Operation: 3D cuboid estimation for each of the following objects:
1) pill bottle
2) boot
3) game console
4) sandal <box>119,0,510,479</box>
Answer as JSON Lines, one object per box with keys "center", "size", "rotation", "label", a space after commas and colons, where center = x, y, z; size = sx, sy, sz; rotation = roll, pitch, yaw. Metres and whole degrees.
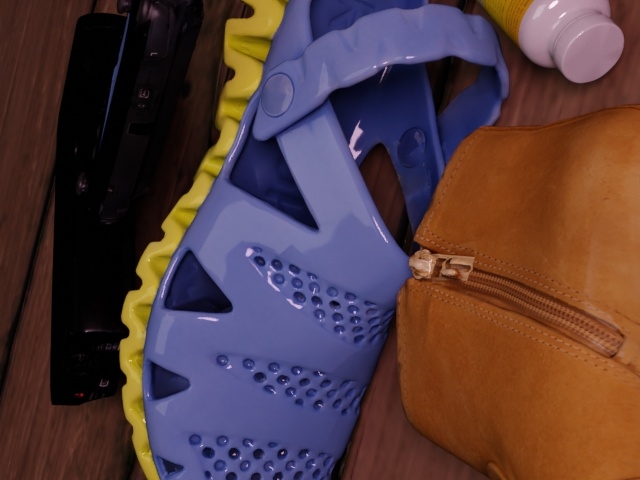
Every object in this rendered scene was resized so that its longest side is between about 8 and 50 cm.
{"center": [0.099, -0.104, 0.670], "size": [0.043, 0.043, 0.083], "rotation": [-58, 42, 26], "label": "pill bottle"}
{"center": [0.101, 0.093, 0.588], "size": [0.211, 0.104, 0.295], "rotation": [-1, 76, 58], "label": "boot"}
{"center": [-0.113, -0.066, 0.835], "size": [0.361, 0.044, 0.213], "rotation": [119, 151, -58], "label": "game console"}
{"center": [0.000, 0.000, 0.716], "size": [0.138, 0.126, 0.317], "rotation": [18, 97, 49], "label": "sandal"}
